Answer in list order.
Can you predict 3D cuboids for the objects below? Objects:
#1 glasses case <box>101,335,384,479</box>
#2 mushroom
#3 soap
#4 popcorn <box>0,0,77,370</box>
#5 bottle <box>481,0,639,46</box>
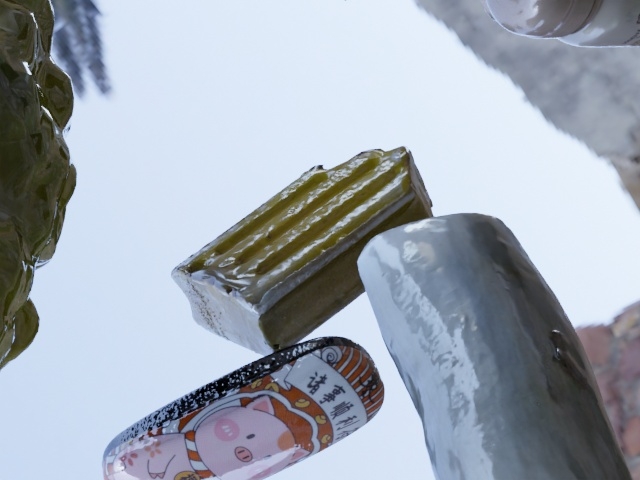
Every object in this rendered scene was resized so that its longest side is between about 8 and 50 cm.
[{"bbox_3d":[-0.070,0.168,1.219,0.103,0.266,0.067,54,-167,-42],"label":"glasses case"},{"bbox_3d":[0.142,0.147,0.892,0.177,0.126,0.397,46,-162,-40],"label":"mushroom"},{"bbox_3d":[0.000,0.000,1.329,0.257,0.160,0.080,-36,-60,-24],"label":"soap"},{"bbox_3d":[-0.231,-0.023,0.522,0.293,0.237,0.293,28,-123,-53],"label":"popcorn"},{"bbox_3d":[0.214,-0.195,1.040,0.209,0.110,0.097,-6,-92,-35],"label":"bottle"}]
